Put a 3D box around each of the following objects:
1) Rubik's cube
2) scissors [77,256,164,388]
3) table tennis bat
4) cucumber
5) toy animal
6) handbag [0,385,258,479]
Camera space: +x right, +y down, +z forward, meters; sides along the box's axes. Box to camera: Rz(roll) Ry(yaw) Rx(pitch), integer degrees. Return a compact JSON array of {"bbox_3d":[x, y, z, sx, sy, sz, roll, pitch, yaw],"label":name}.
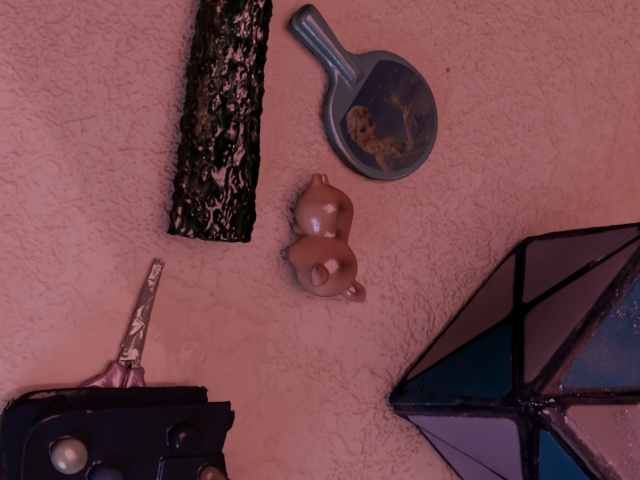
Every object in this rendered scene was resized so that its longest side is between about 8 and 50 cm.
[{"bbox_3d":[0.315,0.178,1.473,0.307,0.310,0.305,-45,106,-22],"label":"Rubik's cube"},{"bbox_3d":[-0.200,0.120,1.388,0.110,0.021,0.212,20,81,-25],"label":"scissors"},{"bbox_3d":[0.048,-0.176,1.514,0.149,0.038,0.237,-47,109,-19],"label":"table tennis bat"},{"bbox_3d":[-0.098,-0.175,1.411,0.096,0.096,0.360,9,85,-25],"label":"cucumber"},{"bbox_3d":[0.004,-0.001,1.458,0.083,0.089,0.150,-4,81,-22],"label":"toy animal"},{"bbox_3d":[-0.189,0.317,1.327,0.269,0.118,0.326,0,94,-28],"label":"handbag"}]
